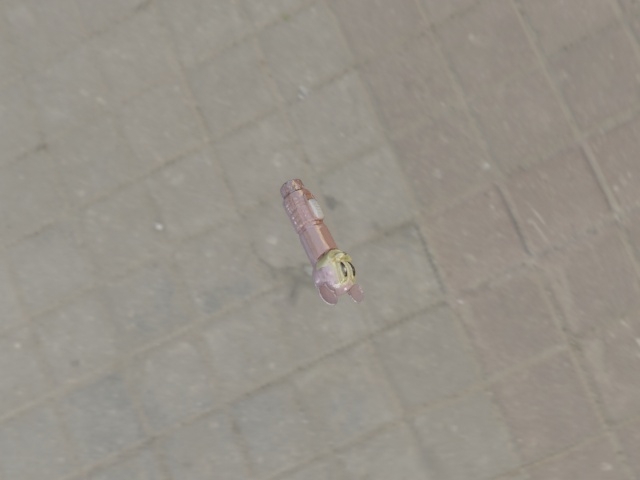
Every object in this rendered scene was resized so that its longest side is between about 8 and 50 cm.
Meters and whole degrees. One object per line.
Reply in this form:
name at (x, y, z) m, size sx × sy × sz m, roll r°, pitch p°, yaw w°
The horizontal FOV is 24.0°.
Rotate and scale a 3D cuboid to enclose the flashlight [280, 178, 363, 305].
flashlight at (0.000, 0.000, 1.165) m, size 0.031 × 0.052 × 0.110 m, roll -40°, pitch 66°, yaw 34°
